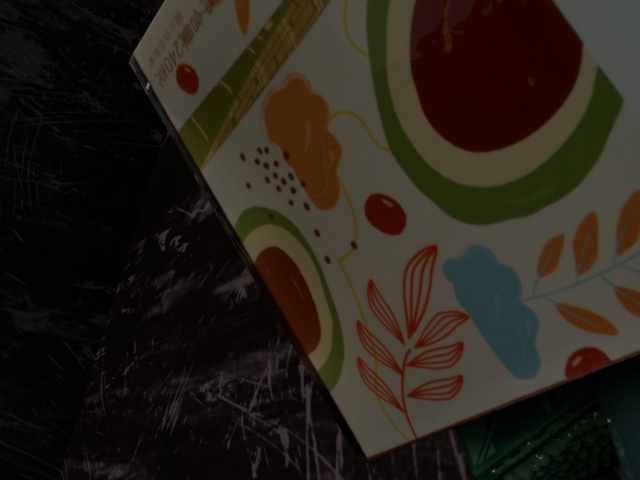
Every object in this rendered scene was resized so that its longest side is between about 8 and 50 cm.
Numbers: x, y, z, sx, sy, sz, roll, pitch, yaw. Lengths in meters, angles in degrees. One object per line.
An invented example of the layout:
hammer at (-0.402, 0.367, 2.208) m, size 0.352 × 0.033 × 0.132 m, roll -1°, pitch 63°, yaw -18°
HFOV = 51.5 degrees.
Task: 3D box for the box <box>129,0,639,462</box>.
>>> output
box at (0.084, -0.094, 0.393) m, size 0.385 × 0.122 × 0.345 m, roll -39°, pitch 79°, yaw 42°

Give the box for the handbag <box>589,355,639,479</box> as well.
handbag at (0.281, 0.134, 0.266) m, size 0.269 × 0.100 × 0.274 m, roll -44°, pitch 53°, yaw 45°

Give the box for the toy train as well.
toy train at (0.202, 0.076, 0.504) m, size 0.269 × 0.115 × 0.154 m, roll -50°, pitch 40°, yaw 29°
